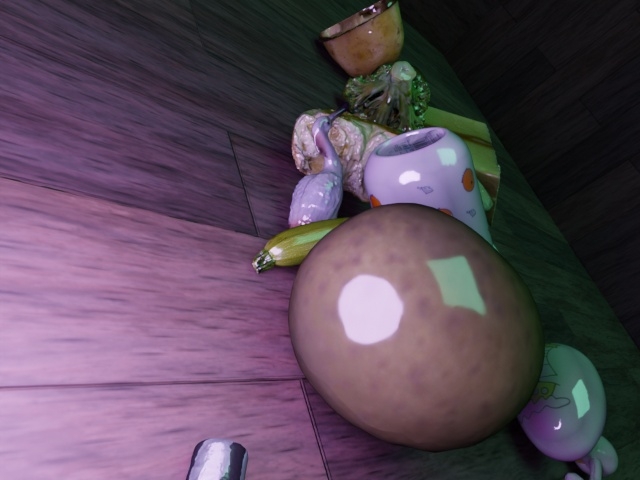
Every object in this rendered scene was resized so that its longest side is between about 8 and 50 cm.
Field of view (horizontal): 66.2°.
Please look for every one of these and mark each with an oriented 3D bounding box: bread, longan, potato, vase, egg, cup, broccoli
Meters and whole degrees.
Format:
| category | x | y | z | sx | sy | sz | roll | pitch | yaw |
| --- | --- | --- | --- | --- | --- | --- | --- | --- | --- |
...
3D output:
| category | x | y | z | sx | sy | sz | roll | pitch | yaw |
| --- | --- | --- | --- | --- | --- | --- | --- | --- | --- |
| bread | 0.059 | -0.195 | 1.075 | 0.314 | 0.171 | 0.192 | 8 | 26 | -28 |
| longan | 0.129 | 0.119 | 0.710 | 0.361 | 0.361 | 0.360 | 34 | 34 | -27 |
| potato | 0.160 | -0.661 | 1.649 | 0.242 | 0.286 | 0.242 | 54 | 21 | -32 |
| vase | -0.110 | 0.288 | 0.438 | 0.060 | 0.060 | 0.211 | 36 | 32 | -23 |
| egg | 0.520 | 0.350 | 1.085 | 0.196 | 0.196 | 0.271 | 49 | 44 | -4 |
| bread | 0.440 | -0.286 | 1.732 | 0.405 | 0.242 | 0.345 | 14 | 42 | 11 |
| cup | 0.215 | -0.046 | 0.961 | 0.212 | 0.213 | 0.317 | -63 | 138 | -58 |
| broccoli | 0.198 | -0.418 | 1.423 | 0.269 | 0.269 | 0.253 | 24 | 67 | -38 |

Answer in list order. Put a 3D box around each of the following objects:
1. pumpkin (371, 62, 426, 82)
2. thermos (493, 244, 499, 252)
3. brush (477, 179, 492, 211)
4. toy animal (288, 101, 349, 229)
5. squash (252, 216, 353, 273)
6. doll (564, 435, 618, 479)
| category | x | y | z | sx | sy | sz | roll | pitch | yaw |
| --- | --- | --- | --- | --- | --- | --- | --- | --- | --- |
| pumpkin | 0.266 | -0.480 | 1.618 | 0.219 | 0.162 | 0.218 | -2 | 94 | -30 |
| thermos | 0.383 | 0.092 | 1.199 | 0.145 | 0.182 | 0.286 | -34 | 85 | -33 |
| brush | 0.362 | -0.155 | 1.446 | 0.266 | 0.166 | 0.174 | 55 | 31 | 12 |
| toy animal | 0.004 | -0.087 | 0.909 | 0.195 | 0.091 | 0.323 | -19 | 100 | -44 |
| squash | 0.000 | 0.000 | 0.818 | 0.252 | 0.066 | 0.066 | -11 | 63 | -29 |
| doll | 0.603 | 0.529 | 1.096 | 0.160 | 0.094 | 0.365 | 42 | 29 | 0 |
